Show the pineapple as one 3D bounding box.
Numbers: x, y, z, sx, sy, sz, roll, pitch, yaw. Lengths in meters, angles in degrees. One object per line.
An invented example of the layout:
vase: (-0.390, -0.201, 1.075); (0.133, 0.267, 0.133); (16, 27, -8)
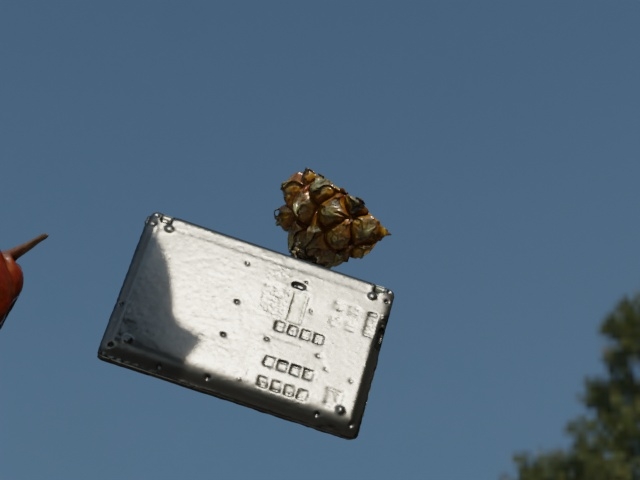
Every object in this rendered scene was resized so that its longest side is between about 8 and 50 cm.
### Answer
pineapple: (0.000, 0.000, 1.627); (0.114, 0.114, 0.077); (-55, -19, 8)

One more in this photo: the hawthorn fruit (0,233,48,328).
hawthorn fruit: (-0.417, 0.042, 1.907); (0.262, 0.210, 0.210); (-10, -28, -21)

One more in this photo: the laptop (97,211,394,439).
laptop: (-0.047, 0.055, 1.201); (0.180, 0.129, 0.016); (17, -40, -1)
